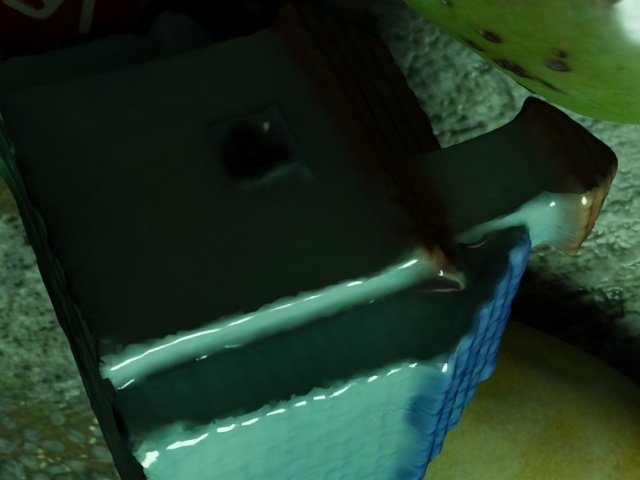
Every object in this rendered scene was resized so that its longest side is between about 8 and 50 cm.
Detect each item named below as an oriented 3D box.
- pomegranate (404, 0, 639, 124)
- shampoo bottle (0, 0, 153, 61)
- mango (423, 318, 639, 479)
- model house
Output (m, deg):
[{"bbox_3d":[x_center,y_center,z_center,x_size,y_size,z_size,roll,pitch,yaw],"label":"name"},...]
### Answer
[{"bbox_3d":[0.125,-0.184,0.703,0.291,0.290,0.323,33,150,-15],"label":"pomegranate"},{"bbox_3d":[-0.140,-0.187,0.895,0.118,0.076,0.314,17,135,-20],"label":"shampoo bottle"},{"bbox_3d":[0.127,0.158,1.066,0.384,0.199,0.221,44,133,-7],"label":"mango"},{"bbox_3d":[0.000,0.000,0.917,0.329,0.295,0.251,-22,149,-9],"label":"model house"}]
